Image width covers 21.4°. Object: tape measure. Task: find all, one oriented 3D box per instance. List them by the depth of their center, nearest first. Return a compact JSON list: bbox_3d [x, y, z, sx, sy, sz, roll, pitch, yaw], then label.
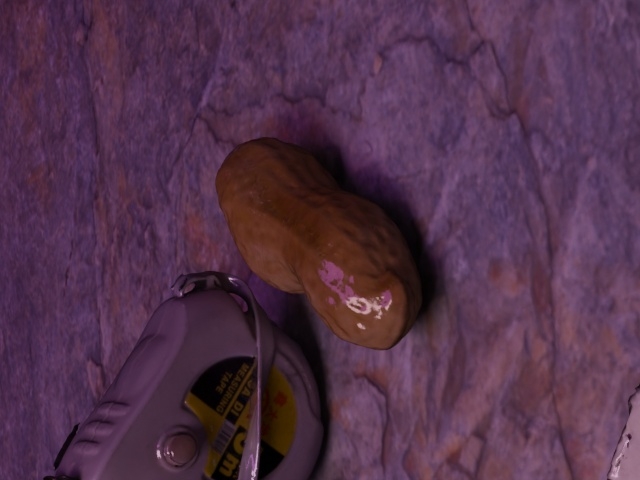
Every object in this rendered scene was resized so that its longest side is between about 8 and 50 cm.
[{"bbox_3d":[-0.093,0.157,1.452,0.120,0.197,0.236,-6,49,58],"label":"tape measure"}]

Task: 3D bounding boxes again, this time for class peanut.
[{"bbox_3d":[0.000,0.000,1.406,0.263,0.101,0.117,37,145,46],"label":"peanut"}]

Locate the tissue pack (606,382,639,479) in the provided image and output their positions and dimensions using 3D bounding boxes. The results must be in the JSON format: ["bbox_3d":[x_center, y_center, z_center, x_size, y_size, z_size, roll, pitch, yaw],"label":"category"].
[{"bbox_3d":[0.303,0.156,0.737,0.210,0.370,0.198,44,127,46],"label":"tissue pack"}]
